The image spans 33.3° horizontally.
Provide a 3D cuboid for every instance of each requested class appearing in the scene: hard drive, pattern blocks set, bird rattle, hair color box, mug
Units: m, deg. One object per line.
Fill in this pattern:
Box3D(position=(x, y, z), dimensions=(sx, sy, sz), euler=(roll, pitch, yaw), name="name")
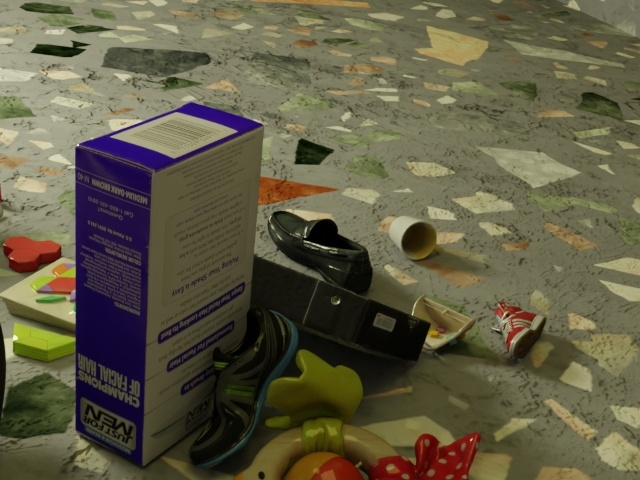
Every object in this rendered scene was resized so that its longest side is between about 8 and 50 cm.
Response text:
Box3D(position=(-0.055, 0.060, 1.327), dimensions=(0.339, 0.064, 0.237), euler=(21, -2, 24), name="hard drive")
Box3D(position=(-0.305, 0.074, 1.395), dimensions=(0.325, 0.026, 0.285), euler=(10, 26, 6), name="pattern blocks set")
Box3D(position=(0.029, 0.245, 1.070), dimensions=(0.253, 0.143, 0.207), euler=(36, 48, 24), name="bird rattle")
Box3D(position=(-0.162, 0.043, 1.131), dimensions=(0.110, 0.339, 0.185), euler=(18, 28, 27), name="hair color box")
Box3D(position=(0.140, -0.003, 1.649), dimensions=(0.062, 0.078, 0.064), euler=(-36, 28, -10), name="mug")

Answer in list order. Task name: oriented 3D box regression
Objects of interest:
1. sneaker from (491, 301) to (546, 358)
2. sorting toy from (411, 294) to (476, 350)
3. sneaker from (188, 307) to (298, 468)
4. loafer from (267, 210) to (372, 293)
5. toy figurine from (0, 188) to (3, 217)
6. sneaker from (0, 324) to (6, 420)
Box3D(position=(0.252, 0.118, 1.424), dimensions=(0.067, 0.042, 0.118), euler=(23, 22, 21), name="sneaker")
Box3D(position=(0.148, 0.118, 1.405), dimensions=(0.083, 0.045, 0.075), euler=(25, 38, 32), name="sorting toy")
Box3D(position=(-0.094, 0.155, 1.145), dimensions=(0.078, 0.188, 0.067), euler=(37, -22, -25), name="sneaker")
Box3D(position=(0.000, 0.000, 1.563), dimensions=(0.076, 0.078, 0.223), euler=(-12, 31, -35), name="loafer")
Box3D(position=(-0.619, -0.115, 1.488), dimensions=(0.191, 0.217, 0.362), euler=(22, 29, 28), name="toy figurine")
Box3D(position=(-0.415, 0.183, 1.036), dimensions=(0.178, 0.124, 0.295), euler=(-6, 38, -3), name="sneaker")
